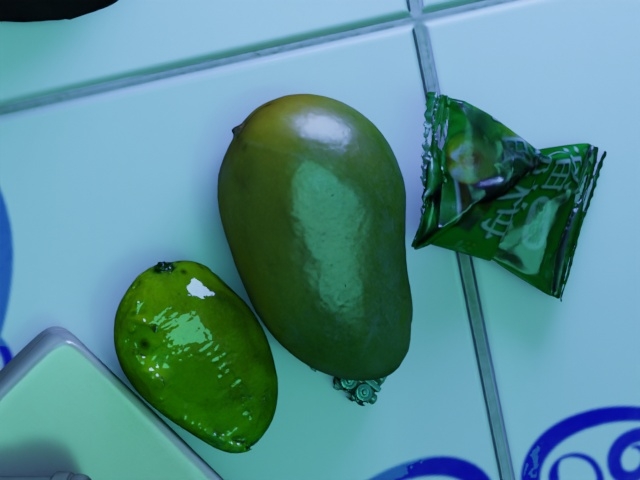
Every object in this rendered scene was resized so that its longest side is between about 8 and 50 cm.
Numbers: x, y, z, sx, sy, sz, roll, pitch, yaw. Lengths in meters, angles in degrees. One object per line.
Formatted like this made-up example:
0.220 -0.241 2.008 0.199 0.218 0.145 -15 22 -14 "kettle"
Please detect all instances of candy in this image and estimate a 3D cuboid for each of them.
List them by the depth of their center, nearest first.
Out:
0.159 -0.041 1.638 0.203 0.078 0.141 19 95 -33 "candy"

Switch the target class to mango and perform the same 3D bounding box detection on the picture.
-0.102 0.098 1.564 0.119 0.100 0.178 -37 109 -14 "mango"
0.000 0.000 1.576 0.156 0.114 0.251 -15 101 -14 "mango"

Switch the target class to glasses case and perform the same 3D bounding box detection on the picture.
-0.152 0.232 1.575 0.144 0.076 0.336 -44 105 -7 "glasses case"

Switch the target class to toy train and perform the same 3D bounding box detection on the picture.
0.019 0.106 1.638 0.092 0.029 0.045 40 76 -14 "toy train"

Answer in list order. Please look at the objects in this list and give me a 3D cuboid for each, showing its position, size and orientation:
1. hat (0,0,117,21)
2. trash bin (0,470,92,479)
-0.174 -0.322 1.444 0.336 0.209 0.238 -42 102 -10 "hat"
-0.302 0.294 1.474 0.247 0.121 0.243 2 111 1 "trash bin"
